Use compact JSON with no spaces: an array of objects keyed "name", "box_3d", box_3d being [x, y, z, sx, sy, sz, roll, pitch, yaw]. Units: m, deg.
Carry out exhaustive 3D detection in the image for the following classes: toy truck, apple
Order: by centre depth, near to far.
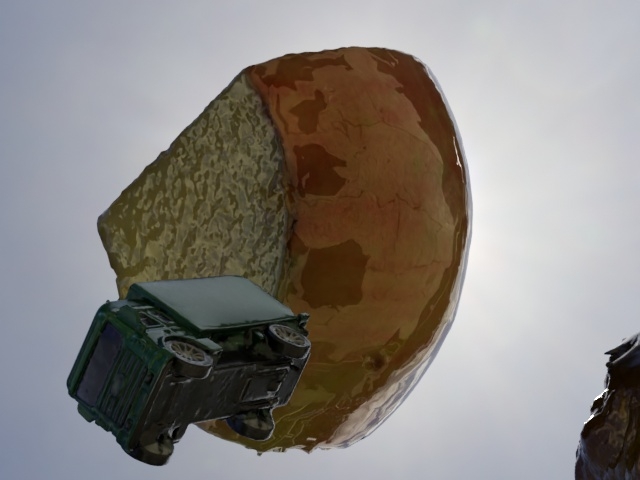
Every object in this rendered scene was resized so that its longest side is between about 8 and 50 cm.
[{"name":"toy truck","box_3d":[-0.066,0.063,0.916,0.079,0.065,0.147,32,-162,25]},{"name":"apple","box_3d":[0.000,0.000,1.391,0.309,0.252,0.314,0,-79,-47]}]

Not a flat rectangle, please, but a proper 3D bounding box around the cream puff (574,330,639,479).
[{"name":"cream puff","box_3d":[0.274,0.117,1.098,0.241,0.269,0.154,-22,-84,-26]}]
